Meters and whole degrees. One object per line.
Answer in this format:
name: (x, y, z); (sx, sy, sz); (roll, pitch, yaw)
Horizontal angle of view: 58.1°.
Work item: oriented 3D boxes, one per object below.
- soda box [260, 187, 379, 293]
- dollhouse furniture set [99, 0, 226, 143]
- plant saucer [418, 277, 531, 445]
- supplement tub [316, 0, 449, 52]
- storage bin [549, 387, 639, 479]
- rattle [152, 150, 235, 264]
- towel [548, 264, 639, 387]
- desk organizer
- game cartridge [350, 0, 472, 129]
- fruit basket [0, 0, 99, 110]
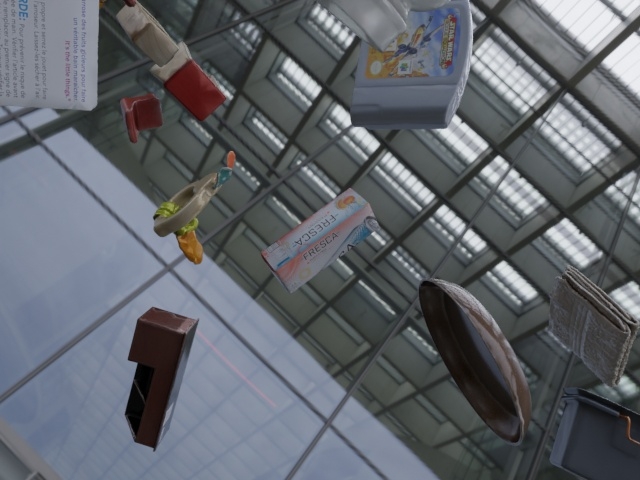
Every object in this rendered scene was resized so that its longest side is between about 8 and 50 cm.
soda box: (0.000, 0.000, 0.915); (0.058, 0.183, 0.063); (47, -10, 45)
dollhouse furniture set: (-0.317, -0.268, 0.868); (0.374, 0.201, 0.152); (44, 6, -49)
plant saucer: (0.266, 0.196, 0.990); (0.310, 0.050, 0.310); (63, -7, 13)
supplement tub: (0.089, -0.366, 0.511); (0.241, 0.241, 0.331); (42, -76, 4)
storage bin: (0.337, 0.240, 0.659); (0.135, 0.091, 0.098); (24, -12, 10)
rattle: (-0.202, -0.053, 1.077); (0.200, 0.130, 0.142); (-35, -79, 5)
towel: (0.560, 0.186, 1.204); (0.187, 0.049, 0.282); (53, -9, 40)
desk organizer: (-0.167, 0.137, 0.580); (0.050, 0.047, 0.130); (17, -79, 0)
game cartridge: (0.170, -0.340, 1.038); (0.198, 0.297, 0.062); (2, -19, 24)
fruit basket: (-0.321, -0.257, 0.358); (0.165, 0.353, 0.326); (19, -70, 44)
